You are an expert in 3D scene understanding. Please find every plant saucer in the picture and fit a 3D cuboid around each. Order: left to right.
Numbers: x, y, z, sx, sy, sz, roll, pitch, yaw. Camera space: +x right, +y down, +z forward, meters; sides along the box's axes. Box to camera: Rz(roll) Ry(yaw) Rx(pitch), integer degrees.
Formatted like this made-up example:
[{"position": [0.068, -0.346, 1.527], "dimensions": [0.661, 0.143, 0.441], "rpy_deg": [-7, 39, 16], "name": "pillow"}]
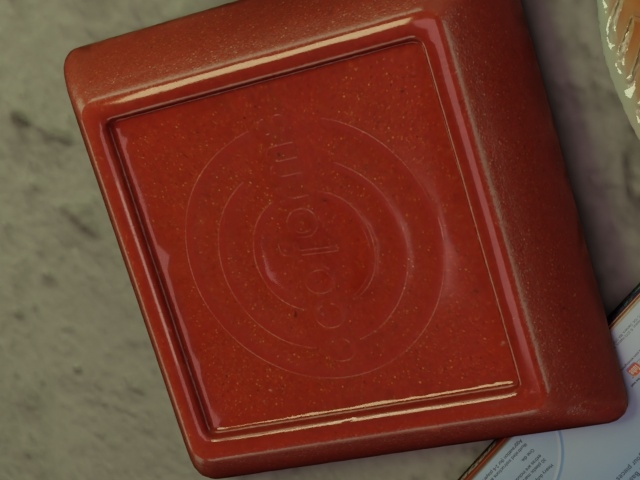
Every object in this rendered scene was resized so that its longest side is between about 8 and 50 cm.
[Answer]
[{"position": [0.000, 0.000, 0.771], "dimensions": [0.259, 0.048, 0.258], "rpy_deg": [-12, 102, 26], "name": "plant saucer"}]

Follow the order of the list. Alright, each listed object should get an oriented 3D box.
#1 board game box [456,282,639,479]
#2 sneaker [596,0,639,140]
[{"position": [0.173, 0.125, 0.788], "dimensions": [0.145, 0.027, 0.281], "rpy_deg": [39, 117, 3], "name": "board game box"}, {"position": [0.219, -0.055, 0.672], "dimensions": [0.108, 0.121, 0.302], "rpy_deg": [-22, 84, 46], "name": "sneaker"}]
